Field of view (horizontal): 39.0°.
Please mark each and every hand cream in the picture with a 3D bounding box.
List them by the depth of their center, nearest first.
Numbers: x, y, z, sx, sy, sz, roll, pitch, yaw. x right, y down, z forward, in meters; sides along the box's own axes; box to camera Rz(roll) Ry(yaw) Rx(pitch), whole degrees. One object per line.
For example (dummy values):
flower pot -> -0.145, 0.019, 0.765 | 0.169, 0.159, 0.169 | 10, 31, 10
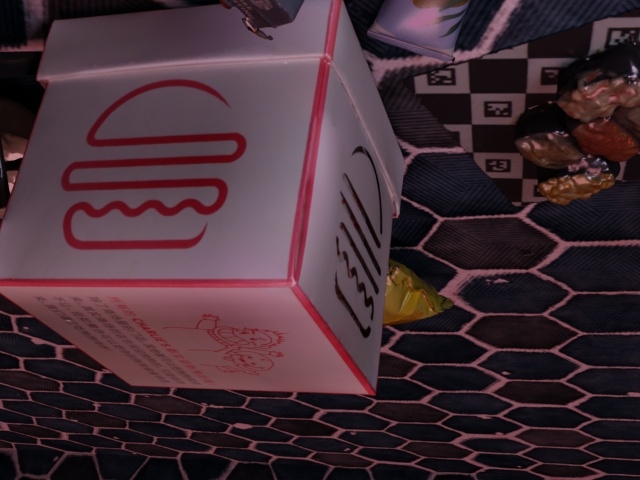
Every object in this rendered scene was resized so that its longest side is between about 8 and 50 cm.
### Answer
hand cream -> 0.103, -0.227, 0.752 | 0.088, 0.055, 0.256 | 14, 160, -3

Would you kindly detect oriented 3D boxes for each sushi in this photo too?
sushi -> 0.271, -0.104, 0.948 | 0.292, 0.059, 0.294 | -12, 149, 36

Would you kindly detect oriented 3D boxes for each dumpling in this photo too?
dumpling -> -0.389, -0.103, 1.060 | 0.250, 0.132, 0.162 | 19, 165, 20

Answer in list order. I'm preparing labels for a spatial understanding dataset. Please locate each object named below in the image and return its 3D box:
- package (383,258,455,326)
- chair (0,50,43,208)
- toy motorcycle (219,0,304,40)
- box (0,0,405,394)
package -> 0.070, 0.081, 1.347 | 0.226, 0.090, 0.168 | -8, 153, 35
chair -> -0.355, -0.167, 0.894 | 0.154, 0.260, 0.141 | -2, -168, 15
toy motorcycle -> -0.085, -0.280, 0.609 | 0.221, 0.148, 0.325 | 14, 163, 47
box -> -0.101, -0.030, 0.924 | 0.312, 0.300, 0.314 | 0, 153, 18
